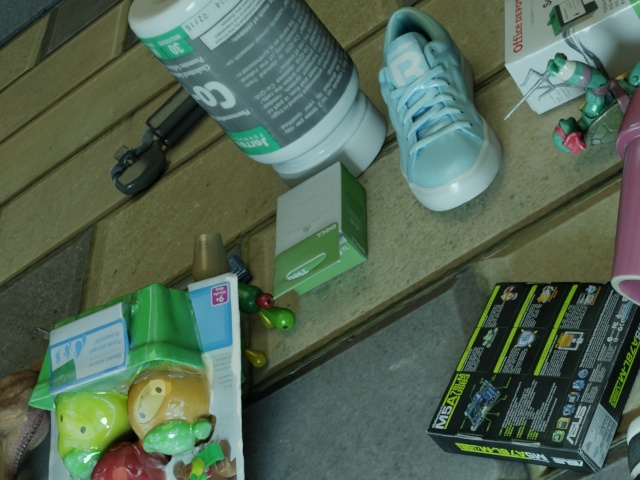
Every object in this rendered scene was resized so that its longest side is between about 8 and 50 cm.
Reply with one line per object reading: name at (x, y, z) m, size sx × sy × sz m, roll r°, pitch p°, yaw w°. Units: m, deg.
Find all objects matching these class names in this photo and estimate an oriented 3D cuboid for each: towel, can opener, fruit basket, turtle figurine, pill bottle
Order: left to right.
fruit basket at (-0.222, 0.237, 1.333) m, size 0.327 × 0.165 × 0.353 m, roll -20°, pitch 56°, yaw 33°
can opener at (-0.269, -0.193, 2.055) m, size 0.093 × 0.074 × 0.280 m, roll 37°, pitch 81°, yaw 24°
towel at (-0.154, 0.071, 1.616) m, size 0.119 × 0.029 × 0.067 m, roll -43°, pitch 30°, yaw 0°
pill bottle at (-0.076, -0.237, 1.583) m, size 0.204 × 0.361 × 0.204 m, roll -30°, pitch 33°, yaw 21°
turtle figurine at (0.327, -0.171, 1.287) m, size 0.234 × 0.118 × 0.175 m, roll -34°, pitch -9°, yaw 12°

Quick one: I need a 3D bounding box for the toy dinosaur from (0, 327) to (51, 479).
toy dinosaur at (-0.415, 0.234, 1.634) m, size 0.200 × 0.127 × 0.295 m, roll -26°, pitch 40°, yaw 14°

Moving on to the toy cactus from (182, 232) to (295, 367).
toy cactus at (-0.145, 0.082, 1.476) m, size 0.219 × 0.112 × 0.180 m, roll -10°, pitch 83°, yaw 29°

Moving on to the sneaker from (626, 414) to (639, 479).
sneaker at (0.339, 0.177, 0.882) m, size 0.217 × 0.079 × 0.121 m, roll -28°, pitch 36°, yaw 38°

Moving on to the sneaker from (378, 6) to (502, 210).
sneaker at (0.129, -0.182, 1.485) m, size 0.135 × 0.150 × 0.366 m, roll -33°, pitch 32°, yaw 18°

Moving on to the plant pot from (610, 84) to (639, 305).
plant pot at (0.349, -0.024, 1.018) m, size 0.201 × 0.201 × 0.180 m, roll 7°, pitch 72°, yaw 52°

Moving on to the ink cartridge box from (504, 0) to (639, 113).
ink cartridge box at (0.340, -0.273, 1.412) m, size 0.219 × 0.092 × 0.160 m, roll -24°, pitch 35°, yaw 27°

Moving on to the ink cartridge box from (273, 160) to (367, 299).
ink cartridge box at (0.000, 0.000, 1.494) m, size 0.109 × 0.062 × 0.209 m, roll -29°, pitch 34°, yaw 22°

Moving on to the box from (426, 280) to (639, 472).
box at (0.216, 0.125, 1.111) m, size 0.184 × 0.045 × 0.190 m, roll -6°, pitch 47°, yaw 49°
